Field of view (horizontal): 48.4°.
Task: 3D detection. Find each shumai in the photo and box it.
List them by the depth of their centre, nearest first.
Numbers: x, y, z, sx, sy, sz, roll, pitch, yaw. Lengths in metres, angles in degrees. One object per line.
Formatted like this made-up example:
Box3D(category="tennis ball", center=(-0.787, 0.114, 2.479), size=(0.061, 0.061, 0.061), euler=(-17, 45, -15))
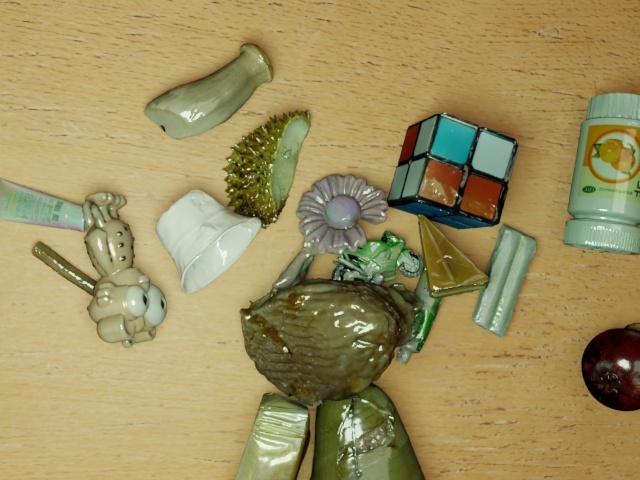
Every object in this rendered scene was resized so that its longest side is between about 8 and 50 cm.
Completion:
Box3D(category="shumai", center=(0.041, 0.137, 1.305), size=(0.283, 0.346, 0.217), euler=(-34, 99, -40))

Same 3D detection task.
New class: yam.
Box3D(category="yam", center=(-0.456, 0.055, 1.288), size=(0.145, 0.032, 0.032), euler=(37, 82, -12))

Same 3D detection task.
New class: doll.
Box3D(category="doll", center=(-0.358, 0.051, 1.252), size=(0.119, 0.154, 0.277), euler=(-13, 92, 11))

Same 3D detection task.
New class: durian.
Box3D(category="durian", center=(-0.091, -0.143, 1.343), size=(0.139, 0.144, 0.252), euler=(15, 81, -35))

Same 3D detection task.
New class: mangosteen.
Box3D(category="mangosteen", center=(0.645, 0.259, 1.495), size=(0.200, 0.200, 0.199), euler=(0, 90, -14))

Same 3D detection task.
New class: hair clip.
Box3D(category="hair clip", center=(-0.004, -0.001, 1.356), size=(0.173, 0.069, 0.300), euler=(36, 88, 26))

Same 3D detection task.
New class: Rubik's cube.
Box3D(category="Rubik's cube", center=(0.255, -0.129, 1.390), size=(0.184, 0.167, 0.180), euler=(15, 86, -14))

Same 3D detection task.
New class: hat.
Box3D(category="hat", center=(-0.216, -0.012, 1.288), size=(0.203, 0.203, 0.126), euler=(-44, 78, -10))

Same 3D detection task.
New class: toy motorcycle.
Box3D(category="toy motorcycle", center=(0.108, 0.039, 1.407), size=(0.190, 0.074, 0.106), euler=(-11, 84, -12))

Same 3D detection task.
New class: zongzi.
Box3D(category="zongzi", center=(0.004, 0.472, 1.338), size=(0.393, 0.174, 0.355), euler=(-20, 91, -7))

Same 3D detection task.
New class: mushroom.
Box3D(category="mushroom", center=(-0.198, -0.266, 1.318), size=(0.247, 0.108, 0.096), euler=(-34, 138, -9))

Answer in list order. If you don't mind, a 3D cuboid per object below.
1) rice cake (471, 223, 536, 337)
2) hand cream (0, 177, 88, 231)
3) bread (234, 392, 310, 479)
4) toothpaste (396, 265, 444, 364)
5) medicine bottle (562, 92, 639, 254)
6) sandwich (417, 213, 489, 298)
Box3D(category="rice cake", center=(0.381, 0.085, 1.486), size=(0.085, 0.040, 0.226), euler=(21, 85, -13))
Box3D(category="hand cream", center=(-0.504, -0.058, 1.274), size=(0.174, 0.047, 0.076), euler=(13, 88, -5))
Box3D(category="bread", center=(-0.086, 0.388, 1.296), size=(0.110, 0.192, 0.209), euler=(20, 83, -2))
Box3D(category="toothpaste", center=(0.210, 0.133, 1.444), size=(0.078, 0.047, 0.247), euler=(24, 83, 2))
Box3D(category="medicine bottle", center=(0.608, -0.137, 1.480), size=(0.158, 0.158, 0.317), euler=(10, 88, -14))
Box3D(category="sandwich", center=(0.259, 0.023, 1.404), size=(0.114, 0.079, 0.163), euler=(-9, 74, 5))
